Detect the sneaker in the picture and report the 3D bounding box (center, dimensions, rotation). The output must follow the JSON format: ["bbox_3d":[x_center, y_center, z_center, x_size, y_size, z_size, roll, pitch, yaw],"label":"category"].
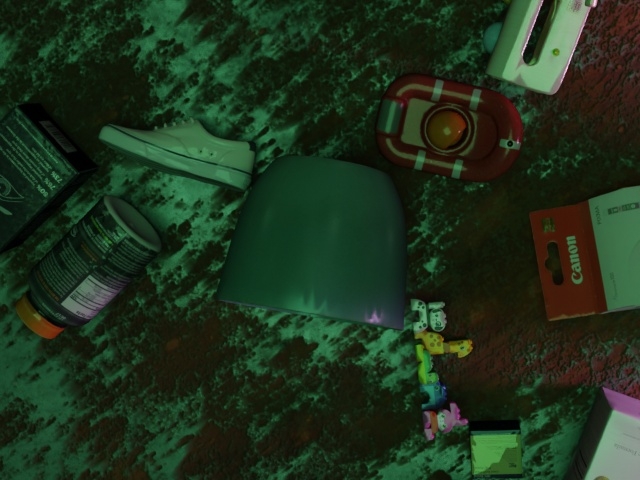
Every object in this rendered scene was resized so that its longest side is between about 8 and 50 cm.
[{"bbox_3d":[-0.228,-0.155,1.831,0.258,0.094,0.091,17,81,-1],"label":"sneaker"}]

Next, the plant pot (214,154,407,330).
[{"bbox_3d":[0.000,0.000,1.729,0.293,0.293,0.235,8,85,5],"label":"plant pot"}]

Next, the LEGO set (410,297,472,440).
[{"bbox_3d":[0.204,0.200,1.828,0.093,0.087,0.227,-6,91,4],"label":"LEGO set"}]

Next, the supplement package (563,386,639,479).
[{"bbox_3d":[0.475,0.382,1.795,0.139,0.134,0.244,19,100,4],"label":"supplement package"}]

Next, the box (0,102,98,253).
[{"bbox_3d":[-0.499,-0.101,1.848,0.207,0.108,0.153,-41,92,10],"label":"box"}]

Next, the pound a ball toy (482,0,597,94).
[{"bbox_3d":[0.341,-0.384,1.665,0.136,0.208,0.319,19,100,3],"label":"pound a ball toy"}]

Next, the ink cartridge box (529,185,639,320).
[{"bbox_3d":[0.458,0.017,1.754,0.232,0.066,0.189,-8,75,5],"label":"ink cartridge box"}]

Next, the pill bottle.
[{"bbox_3d":[-0.388,0.051,1.846,0.246,0.130,0.130,-43,91,10],"label":"pill bottle"}]

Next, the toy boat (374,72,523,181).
[{"bbox_3d":[0.198,-0.171,1.739,0.231,0.151,0.151,13,99,5],"label":"toy boat"}]

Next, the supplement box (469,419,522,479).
[{"bbox_3d":[0.288,0.344,1.850,0.083,0.056,0.083,-3,97,7],"label":"supplement box"}]
